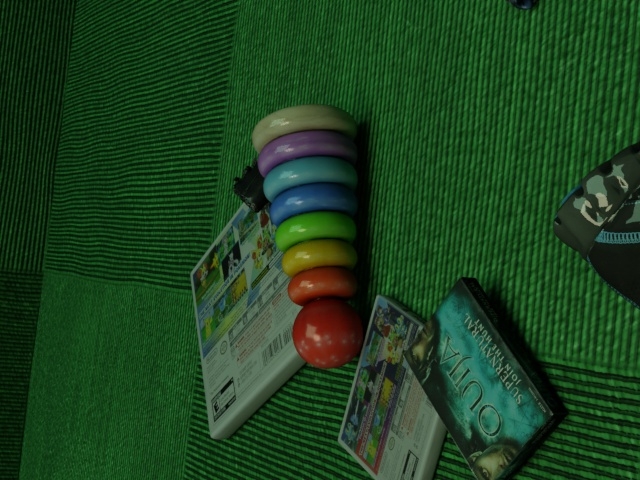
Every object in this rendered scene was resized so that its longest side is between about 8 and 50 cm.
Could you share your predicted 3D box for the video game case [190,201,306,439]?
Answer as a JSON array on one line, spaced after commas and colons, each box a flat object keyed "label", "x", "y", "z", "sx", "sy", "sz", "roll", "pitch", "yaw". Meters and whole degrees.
[{"label": "video game case", "x": -0.104, "y": 0.096, "z": 1.655, "sx": 0.329, "sy": 0.036, "sz": 0.300, "roll": -49, "pitch": 43, "yaw": 46}]

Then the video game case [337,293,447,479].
[{"label": "video game case", "x": 0.092, "y": 0.188, "z": 1.295, "sx": 0.183, "sy": 0.023, "sz": 0.201, "roll": 36, "pitch": 115, "yaw": 58}]

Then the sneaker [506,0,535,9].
[{"label": "sneaker", "x": 0.205, "y": -0.275, "z": 1.179, "sx": 0.135, "sy": 0.052, "sz": 0.058, "roll": 6, "pitch": 93, "yaw": 61}]

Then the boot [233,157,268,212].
[{"label": "boot", "x": -0.064, "y": -0.080, "z": 1.559, "sx": 0.099, "sy": 0.045, "sz": 0.121, "roll": -47, "pitch": 47, "yaw": -2}]

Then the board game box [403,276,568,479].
[{"label": "board game box", "x": 0.164, "y": 0.147, "z": 1.142, "sx": 0.126, "sy": 0.026, "sz": 0.186, "roll": -58, "pitch": 45, "yaw": 31}]

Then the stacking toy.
[{"label": "stacking toy", "x": 0.000, "y": 0.000, "z": 1.408, "sx": 0.141, "sy": 0.141, "sz": 0.330, "roll": -33, "pitch": 60, "yaw": 53}]

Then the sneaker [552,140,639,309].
[{"label": "sneaker", "x": 0.339, "y": -0.076, "z": 0.860, "sx": 0.140, "sy": 0.125, "sz": 0.341, "roll": 51, "pitch": 130, "yaw": 18}]
